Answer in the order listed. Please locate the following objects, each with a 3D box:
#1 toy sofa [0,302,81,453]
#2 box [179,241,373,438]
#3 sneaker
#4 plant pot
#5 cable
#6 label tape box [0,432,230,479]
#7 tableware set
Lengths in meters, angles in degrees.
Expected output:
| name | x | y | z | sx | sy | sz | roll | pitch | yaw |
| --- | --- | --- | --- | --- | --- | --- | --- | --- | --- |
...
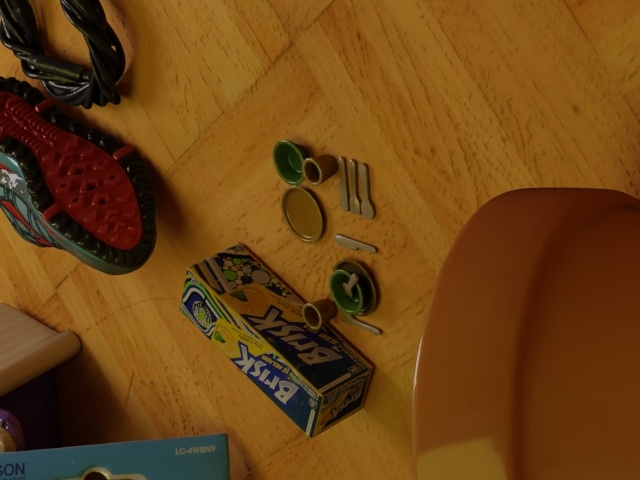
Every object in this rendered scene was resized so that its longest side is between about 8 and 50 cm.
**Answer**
| name | x | y | z | sx | sy | sz | roll | pitch | yaw |
| --- | --- | --- | --- | --- | --- | --- | --- | --- | --- |
| toy sofa | -0.304 | 0.263 | 1.803 | 0.177 | 0.150 | 0.362 | 25 | 128 | 34 |
| box | -0.037 | 0.079 | 1.452 | 0.169 | 0.059 | 0.054 | 41 | 139 | 28 |
| sneaker | -0.226 | -0.042 | 1.604 | 0.262 | 0.104 | 0.125 | 41 | 154 | 34 |
| plant pot | 0.210 | 0.107 | 1.018 | 0.203 | 0.291 | 0.291 | -5 | 107 | 34 |
| cable | -0.230 | -0.184 | 1.547 | 0.184 | 0.047 | 0.150 | 56 | 142 | 11 |
| label tape box | -0.183 | 0.360 | 1.610 | 0.115 | 0.249 | 0.348 | 66 | -161 | -74 |
| tableware set | 0.000 | 0.000 | 1.393 | 0.104 | 0.024 | 0.154 | 21 | 125 | 43 |
